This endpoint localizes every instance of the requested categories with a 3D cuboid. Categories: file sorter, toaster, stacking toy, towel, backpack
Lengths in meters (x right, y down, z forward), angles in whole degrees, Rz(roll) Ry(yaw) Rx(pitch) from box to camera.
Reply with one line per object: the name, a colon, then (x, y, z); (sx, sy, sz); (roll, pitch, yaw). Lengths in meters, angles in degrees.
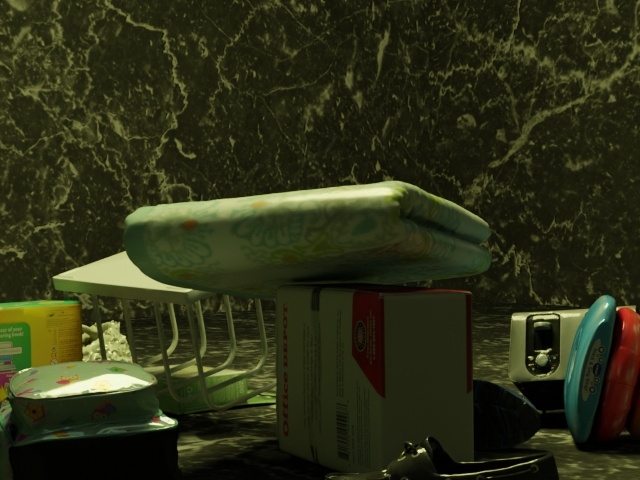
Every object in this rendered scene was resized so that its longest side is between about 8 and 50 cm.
file sorter: (-0.187, 0.110, 2.033); (0.278, 0.173, 0.193); (4, 18, 44)
toaster: (0.346, 0.158, 1.971); (0.168, 0.110, 0.185); (-4, -22, 20)
stacking toy: (0.443, 0.178, 1.774); (0.302, 0.175, 0.166); (13, 1, 6)
towel: (0.000, 0.000, 1.731); (0.321, 0.090, 0.374); (-9, -9, 22)
backpack: (-0.227, 0.186, 1.424); (0.166, 0.144, 0.188); (-7, 0, -20)

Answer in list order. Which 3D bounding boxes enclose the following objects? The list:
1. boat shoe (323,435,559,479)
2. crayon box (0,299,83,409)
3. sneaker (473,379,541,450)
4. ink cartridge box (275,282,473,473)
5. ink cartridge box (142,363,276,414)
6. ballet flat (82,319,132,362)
boat shoe: (0.103, 0.213, 1.354); (0.229, 0.076, 0.080); (0, 1, 24)
crayon box: (-0.434, 0.165, 1.934); (0.081, 0.165, 0.278); (0, 1, 43)
sneaker: (0.165, 0.203, 1.800); (0.221, 0.083, 0.087); (3, -2, 36)
ink cartridge box: (0.052, 0.147, 1.647); (0.114, 0.197, 0.273); (-1, 1, -25)
ink cartridge box: (-0.154, 0.212, 2.214); (0.235, 0.056, 0.171); (-4, 3, -37)
ballet flat: (-0.439, 0.179, 2.167); (0.147, 0.147, 0.409); (0, 2, 41)
